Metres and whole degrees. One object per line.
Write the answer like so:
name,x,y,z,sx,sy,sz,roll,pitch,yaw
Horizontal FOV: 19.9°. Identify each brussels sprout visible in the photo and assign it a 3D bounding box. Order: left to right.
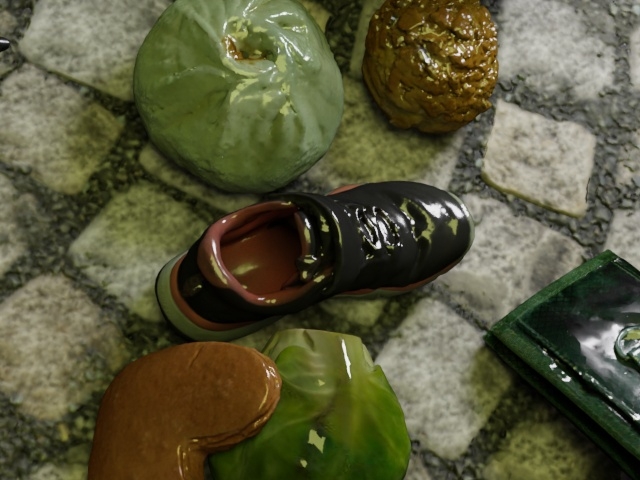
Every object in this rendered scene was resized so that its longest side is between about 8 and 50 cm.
brussels sprout,-0.005,0.165,1.534,0.161,0.144,0.180,12,76,32

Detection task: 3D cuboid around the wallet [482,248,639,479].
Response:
wallet,0.279,0.112,1.614,0.160,0.055,0.236,-31,57,-23

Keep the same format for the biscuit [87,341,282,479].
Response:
biscuit,-0.118,0.176,1.497,0.036,0.186,0.192,30,59,-48

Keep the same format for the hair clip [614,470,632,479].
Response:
hair clip,0.274,0.255,1.594,0.292,0.084,0.106,-29,60,-14

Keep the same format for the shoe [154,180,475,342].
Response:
shoe,0.000,0.000,1.593,0.291,0.137,0.114,-17,75,-17

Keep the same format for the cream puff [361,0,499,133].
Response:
cream puff,0.105,-0.174,1.694,0.126,0.103,0.144,-4,65,-11

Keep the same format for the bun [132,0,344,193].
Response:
bun,-0.070,-0.141,1.643,0.195,0.118,0.195,4,72,-13

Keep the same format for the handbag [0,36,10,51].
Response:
handbag,-0.437,-0.183,1.603,0.254,0.088,0.211,-37,83,-17
